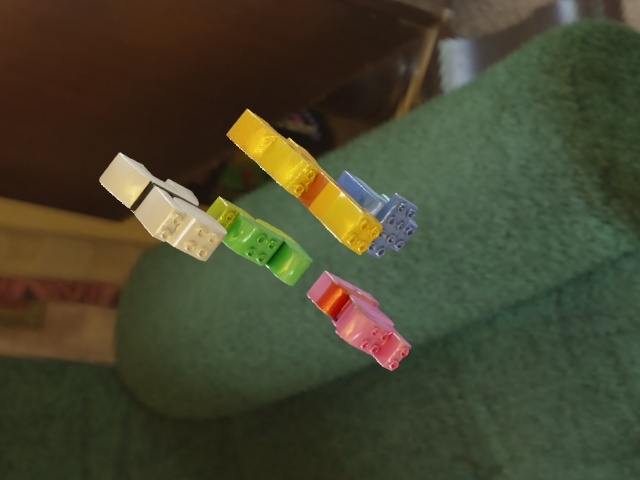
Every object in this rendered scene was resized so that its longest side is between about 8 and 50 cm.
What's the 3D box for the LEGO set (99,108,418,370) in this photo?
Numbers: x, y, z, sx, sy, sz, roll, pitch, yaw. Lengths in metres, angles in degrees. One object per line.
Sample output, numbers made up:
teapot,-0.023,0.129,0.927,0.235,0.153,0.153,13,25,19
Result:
LEGO set,0.000,0.000,0.871,0.087,0.227,0.093,-52,46,8
